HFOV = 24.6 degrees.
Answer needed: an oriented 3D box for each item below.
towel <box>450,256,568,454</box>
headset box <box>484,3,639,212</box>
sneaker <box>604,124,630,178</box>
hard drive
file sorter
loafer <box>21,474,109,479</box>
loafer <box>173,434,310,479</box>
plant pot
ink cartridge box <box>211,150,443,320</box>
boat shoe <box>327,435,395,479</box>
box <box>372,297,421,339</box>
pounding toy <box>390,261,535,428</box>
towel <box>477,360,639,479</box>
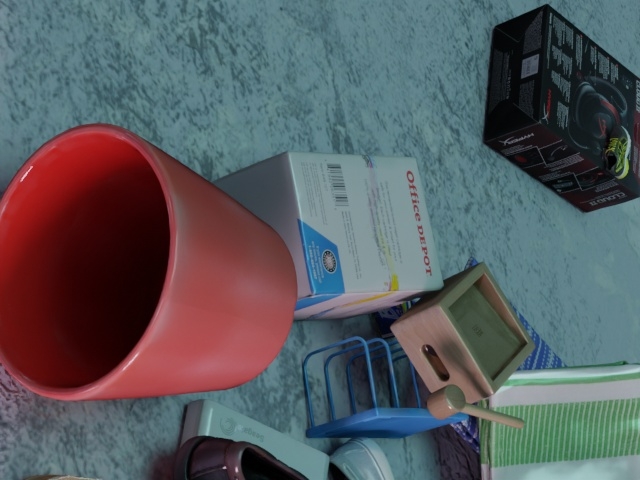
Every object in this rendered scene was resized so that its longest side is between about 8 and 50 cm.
[{"bbox_3d":[0.269,0.209,2.011,0.336,0.040,0.243,46,46,-41],"label":"towel"},{"bbox_3d":[0.393,-0.193,2.278,0.293,0.110,0.218,29,57,-37],"label":"headset box"},{"bbox_3d":[0.445,-0.136,2.208,0.035,0.031,0.083,13,70,-42],"label":"sneaker"},{"bbox_3d":[-0.089,0.354,1.626,0.203,0.040,0.307,31,56,-36],"label":"hard drive"},{"bbox_3d":[0.076,0.182,1.807,0.170,0.118,0.104,7,67,-45],"label":"file sorter"},{"bbox_3d":[-0.185,0.294,1.480,0.268,0.092,0.102,20,60,-24],"label":"loafer"},{"bbox_3d":[-0.029,0.310,1.602,0.302,0.095,0.109,41,51,-29],"label":"loafer"},{"bbox_3d":[-0.170,0.043,1.509,0.243,0.275,0.275,21,61,-52],"label":"plant pot"},{"bbox_3d":[0.000,0.000,1.749,0.232,0.168,0.171,1,75,-46],"label":"ink cartridge box"},{"bbox_3d":[0.065,0.352,1.771,0.081,0.079,0.227,-22,88,-39],"label":"boat shoe"},{"bbox_3d":[0.085,0.039,1.907,0.054,0.059,0.169,-26,96,-47],"label":"box"},{"bbox_3d":[0.164,0.157,1.749,0.181,0.094,0.206,58,40,-4],"label":"pounding toy"},{"bbox_3d":[0.318,0.324,1.894,0.248,0.038,0.325,-3,91,-18],"label":"towel"}]
